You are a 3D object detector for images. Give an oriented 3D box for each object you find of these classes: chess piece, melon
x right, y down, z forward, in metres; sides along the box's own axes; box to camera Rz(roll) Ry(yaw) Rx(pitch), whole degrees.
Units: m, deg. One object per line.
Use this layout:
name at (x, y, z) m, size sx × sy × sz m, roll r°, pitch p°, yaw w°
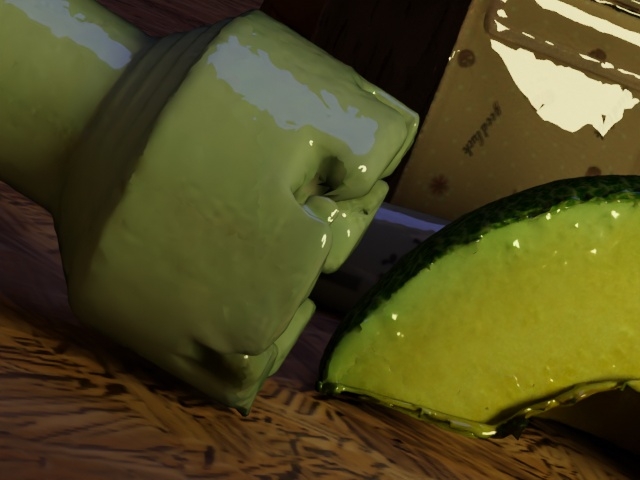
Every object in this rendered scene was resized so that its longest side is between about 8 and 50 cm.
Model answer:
chess piece at (-0.121, -0.069, 0.645) m, size 0.299 × 0.194 × 0.194 m, roll 31°, pitch 10°, yaw 5°
melon at (0.136, 0.037, 0.770) m, size 0.265 × 0.129 × 0.169 m, roll 20°, pitch 6°, yaw -6°

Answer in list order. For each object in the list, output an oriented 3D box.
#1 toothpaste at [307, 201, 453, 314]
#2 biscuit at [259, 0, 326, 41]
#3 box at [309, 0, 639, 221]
toothpaste at (0.000, 0.000, 0.872) m, size 0.255 × 0.067 × 0.037 m, roll 20°, pitch -10°, yaw 2°
biscuit at (0.114, -0.119, 1.307) m, size 0.326 × 0.107 × 0.325 m, roll 4°, pitch -28°, yaw 2°
box at (0.118, -0.051, 1.039) m, size 0.225 × 0.190 × 0.297 m, roll 19°, pitch 8°, yaw -14°
